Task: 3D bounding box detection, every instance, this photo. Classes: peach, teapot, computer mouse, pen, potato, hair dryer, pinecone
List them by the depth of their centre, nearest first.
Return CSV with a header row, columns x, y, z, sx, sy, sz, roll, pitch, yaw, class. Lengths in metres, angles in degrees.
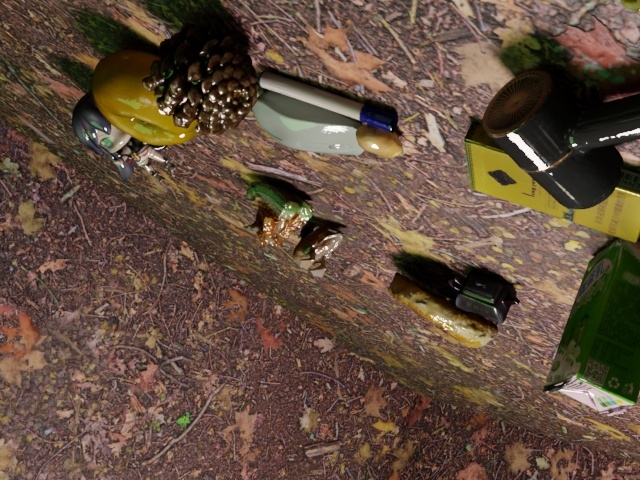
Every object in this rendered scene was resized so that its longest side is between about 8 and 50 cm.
x,y,z,sx,sy,sz,roll,pitch,yaw,class
0.380,-0.131,0.842,0.189,0.107,0.352,36,158,-28,hair dryer
-0.204,-0.282,1.235,0.204,0.184,0.179,48,-160,28,pinecone
0.010,-0.241,1.244,0.268,0.033,0.033,23,164,22,pen
0.102,-0.172,1.249,0.083,0.062,0.068,43,-164,-19,potato
-0.024,-0.206,1.343,0.230,0.079,0.128,22,166,11,computer mouse
-0.356,-0.296,1.519,0.251,0.153,0.251,12,169,2,peach
0.375,0.118,1.659,0.177,0.087,0.096,21,159,30,teapot

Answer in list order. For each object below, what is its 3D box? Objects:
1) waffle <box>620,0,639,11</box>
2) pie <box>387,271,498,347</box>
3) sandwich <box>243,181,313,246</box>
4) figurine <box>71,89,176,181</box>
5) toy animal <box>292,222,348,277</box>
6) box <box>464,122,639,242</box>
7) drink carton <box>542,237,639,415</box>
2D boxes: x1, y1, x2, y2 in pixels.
x,y,z,sx,sy,sz,roll,pitch,yaw,class
0.307,-0.265,0.596,0.207,0.054,0.214,24,158,30,waffle
0.300,0.176,1.837,0.315,0.092,0.315,29,-178,-1,pie
-0.119,-0.058,1.834,0.109,0.160,0.184,17,-176,-41,sandwich
-0.495,-0.265,1.815,0.197,0.175,0.265,20,156,44,figurine
0.000,0.000,1.920,0.188,0.179,0.089,-30,128,28,toy animal
0.359,-0.086,1.106,0.278,0.041,0.153,22,164,24,box
0.478,0.143,1.196,0.108,0.271,0.161,23,163,5,drink carton
